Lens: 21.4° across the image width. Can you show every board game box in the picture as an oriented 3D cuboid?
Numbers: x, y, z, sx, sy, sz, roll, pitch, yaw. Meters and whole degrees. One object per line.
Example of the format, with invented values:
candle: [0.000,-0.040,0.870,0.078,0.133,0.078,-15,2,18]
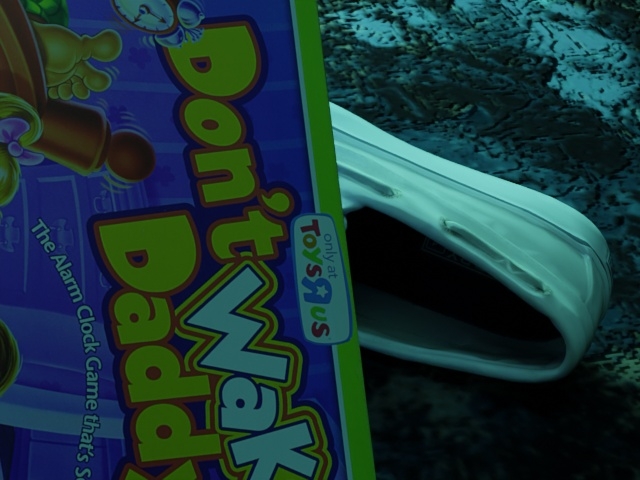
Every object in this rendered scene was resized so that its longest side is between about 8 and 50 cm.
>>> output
board game box: [-0.116,-0.036,0.613,0.233,0.078,0.347,-1,75,-23]

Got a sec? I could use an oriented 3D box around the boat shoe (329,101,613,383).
boat shoe: [0.000,0.000,0.779,0.268,0.096,0.088,22,30,5]
